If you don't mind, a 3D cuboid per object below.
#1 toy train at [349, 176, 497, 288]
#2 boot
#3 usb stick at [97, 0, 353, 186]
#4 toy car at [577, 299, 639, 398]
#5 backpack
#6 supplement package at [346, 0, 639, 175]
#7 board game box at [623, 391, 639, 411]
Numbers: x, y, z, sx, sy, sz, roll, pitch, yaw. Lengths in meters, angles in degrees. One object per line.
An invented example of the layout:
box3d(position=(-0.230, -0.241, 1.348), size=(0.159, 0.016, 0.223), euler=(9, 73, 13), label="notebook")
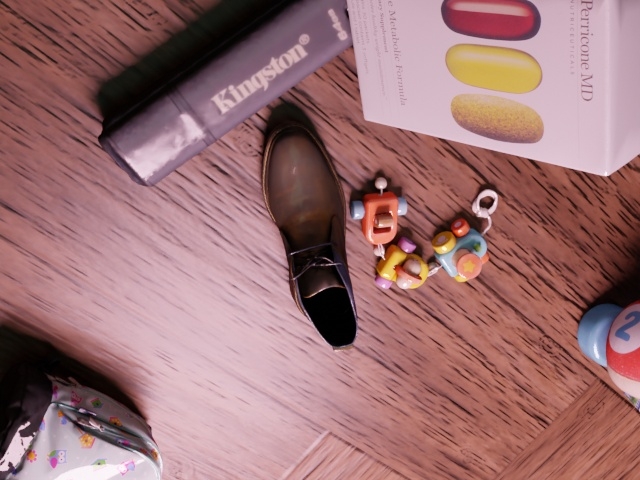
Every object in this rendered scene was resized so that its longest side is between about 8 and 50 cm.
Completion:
box3d(position=(0.112, -0.002, 0.856), size=(0.166, 0.046, 0.125), euler=(-2, 117, -15), label="toy train")
box3d(position=(0.000, 0.000, 0.787), size=(0.082, 0.106, 0.219), euler=(-17, 120, -8), label="boot")
box3d(position=(-0.068, -0.148, 0.727), size=(0.278, 0.045, 0.077), euler=(-35, 122, 2), label="usb stick")
box3d(position=(0.413, 0.046, 0.889), size=(0.210, 0.219, 0.238), euler=(-7, 104, -13), label="toy car")
box3d(position=(-0.248, 0.215, 0.819), size=(0.182, 0.115, 0.152), euler=(32, 101, -30), label="backpack")
box3d(position=(0.156, -0.160, 0.656), size=(0.134, 0.244, 0.139), euler=(-31, 124, -32), label="supplement package")
box3d(position=(0.510, 0.212, 0.999), size=(0.194, 0.194, 0.060), euler=(-4, 117, -16), label="board game box")
